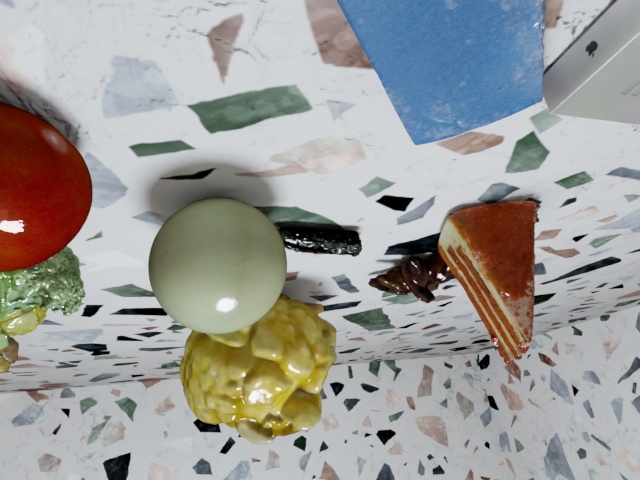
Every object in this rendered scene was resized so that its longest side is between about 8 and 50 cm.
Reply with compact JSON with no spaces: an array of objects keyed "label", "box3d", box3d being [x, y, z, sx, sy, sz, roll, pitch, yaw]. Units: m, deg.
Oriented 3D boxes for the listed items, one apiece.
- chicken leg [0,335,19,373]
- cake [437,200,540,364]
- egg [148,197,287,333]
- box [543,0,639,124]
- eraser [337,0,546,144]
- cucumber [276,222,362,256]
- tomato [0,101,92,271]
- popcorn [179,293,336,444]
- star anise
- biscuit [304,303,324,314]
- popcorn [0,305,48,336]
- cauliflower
[{"label":"chicken leg","box3d":[-0.702,0.157,0.765,0.296,0.181,0.409,15,136,-9]},{"label":"cake","box3d":[0.286,0.065,0.768,0.160,0.261,0.158,9,155,12]},{"label":"egg","box3d":[-0.147,0.041,0.630,0.189,0.188,0.253,0,159,-18]},{"label":"box","box3d":[0.317,-0.180,0.429,0.130,0.051,0.129,0,156,-18]},{"label":"eraser","box3d":[0.103,-0.185,0.361,0.144,0.042,0.312,-17,155,21]},{"label":"cucumber","box3d":[0.000,0.000,0.765,0.182,0.053,0.053,6,154,-24]},{"label":"tomato","box3d":[-0.333,-0.046,0.433,0.196,0.135,0.195,-6,156,-3]},{"label":"popcorn","box3d":[-0.147,0.279,1.048,0.391,0.344,0.353,6,122,27]},{"label":"star anise","box3d":[0.245,0.094,0.992,0.273,0.102,0.272,-9,159,-3]},{"label":"biscuit","box3d":[-0.099,0.217,1.267,0.221,0.028,0.142,-11,157,9]},{"label":"popcorn","box3d":[-0.566,0.117,0.801,0.106,0.120,0.116,-43,-167,3]},{"label":"cauliflower","box3d":[-0.476,0.087,0.557,0.275,0.249,0.273,-27,153,37]}]
